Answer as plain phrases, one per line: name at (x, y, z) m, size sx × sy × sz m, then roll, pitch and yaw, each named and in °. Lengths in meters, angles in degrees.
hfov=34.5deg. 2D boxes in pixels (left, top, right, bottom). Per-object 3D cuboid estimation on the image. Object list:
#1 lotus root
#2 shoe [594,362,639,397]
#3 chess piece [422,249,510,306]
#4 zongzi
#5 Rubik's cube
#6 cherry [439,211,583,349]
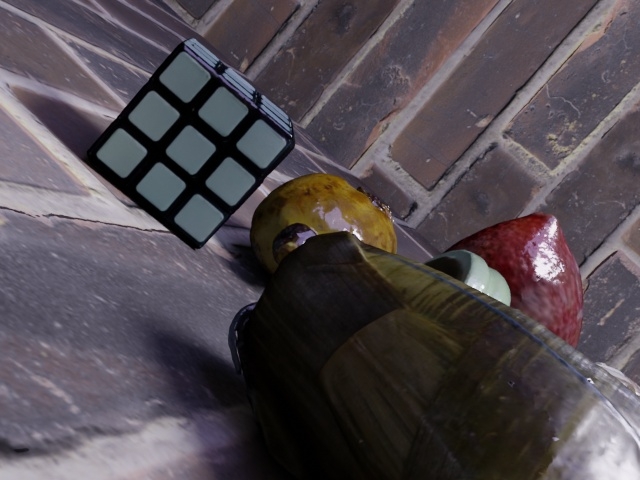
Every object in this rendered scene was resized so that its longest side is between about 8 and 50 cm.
lotus root at (0.000, 0.000, 1.254) m, size 0.169 × 0.141 × 0.314 m, roll 40°, pitch 17°, yaw 12°
shoe at (0.444, 0.287, 1.643) m, size 0.351 × 0.172 × 0.198 m, roll 50°, pitch 11°, yaw -38°
chess piece at (0.175, 0.174, 1.053) m, size 0.299 × 0.194 × 0.194 m, roll 48°, pitch 7°, yaw -13°
zongzi at (0.049, 0.146, 0.633) m, size 0.403 × 0.208 × 0.432 m, roll 39°, pitch 19°, yaw 22°
Rubik's cube at (-0.136, -0.110, 1.128) m, size 0.163 × 0.162 × 0.160 m, roll 39°, pitch 8°, yaw -10°
cherry at (0.208, 0.098, 1.260) m, size 0.230 × 0.300 × 0.203 m, roll 13°, pitch 27°, yaw -31°
